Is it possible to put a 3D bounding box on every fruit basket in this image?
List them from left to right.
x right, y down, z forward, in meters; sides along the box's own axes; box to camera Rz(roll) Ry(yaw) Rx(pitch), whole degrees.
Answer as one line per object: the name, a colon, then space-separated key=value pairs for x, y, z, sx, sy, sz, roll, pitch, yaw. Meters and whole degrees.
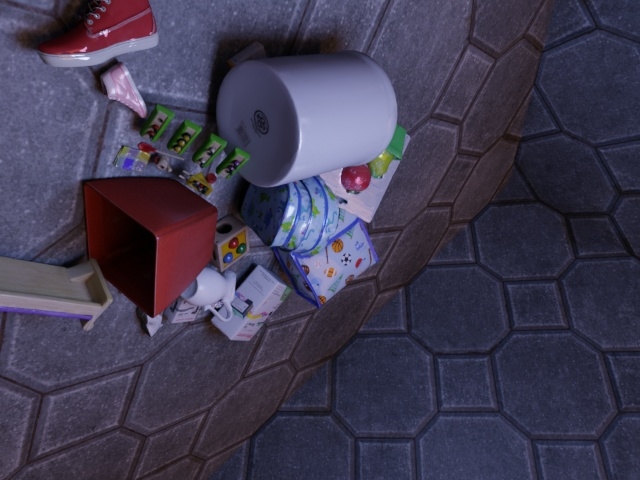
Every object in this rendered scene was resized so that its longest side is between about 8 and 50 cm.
fruit basket: x=0.129 y=-0.282 z=1.684 sx=0.326 sy=0.165 sz=0.353 roll=24 pitch=98 yaw=-32

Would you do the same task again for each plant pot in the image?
plant pot: x=-0.418 y=-0.016 z=1.238 sx=0.235 sy=0.267 sz=0.268 roll=-34 pitch=148 yaw=-46

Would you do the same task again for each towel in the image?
towel: x=-0.465 y=-0.200 z=1.190 sx=0.060 sy=0.009 sz=0.083 roll=-57 pitch=150 yaw=12

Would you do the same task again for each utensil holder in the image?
utensil holder: x=-0.032 y=-0.330 z=1.281 sx=0.385 sy=0.327 sz=0.328 roll=-24 pitch=142 yaw=-45

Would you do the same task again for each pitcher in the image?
pitcher: x=-0.356 y=0.175 z=1.547 sx=0.125 sy=0.178 sz=0.207 roll=-18 pitch=165 yaw=22

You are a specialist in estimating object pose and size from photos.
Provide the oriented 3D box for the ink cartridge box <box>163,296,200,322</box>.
ink cartridge box: x=-0.453 y=0.209 z=1.622 sx=0.099 sy=0.056 sz=0.135 roll=3 pitch=122 yaw=-55

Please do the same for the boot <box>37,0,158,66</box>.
boot: x=-0.428 y=-0.437 z=0.901 sx=0.244 sy=0.088 sz=0.176 roll=-38 pitch=149 yaw=-35

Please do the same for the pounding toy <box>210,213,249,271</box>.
pounding toy: x=-0.325 y=0.011 z=1.510 sx=0.206 sy=0.094 sz=0.181 roll=-39 pitch=150 yaw=-34

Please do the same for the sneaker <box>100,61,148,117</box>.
sneaker: x=-0.436 y=-0.318 z=1.056 sx=0.070 sy=0.051 sz=0.134 roll=-37 pitch=145 yaw=-19

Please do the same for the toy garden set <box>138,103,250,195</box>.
toy garden set: x=-0.331 y=-0.201 z=1.184 sx=0.244 sy=0.049 sz=0.203 roll=26 pitch=143 yaw=-29

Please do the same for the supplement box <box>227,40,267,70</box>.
supplement box: x=-0.187 y=-0.461 z=1.246 sx=0.098 sy=0.036 sz=0.062 roll=-40 pitch=150 yaw=-14

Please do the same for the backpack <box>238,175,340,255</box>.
backpack: x=-0.099 y=-0.101 z=1.453 sx=0.273 sy=0.355 sz=0.290 roll=5 pitch=121 yaw=-55

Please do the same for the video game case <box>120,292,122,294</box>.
video game case: x=-0.495 y=0.096 z=1.472 sx=0.190 sy=0.022 sz=0.173 roll=-54 pitch=150 yaw=7

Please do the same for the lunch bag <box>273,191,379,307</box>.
lunch bag: x=0.000 y=0.000 z=1.807 sx=0.327 sy=0.238 sz=0.386 roll=-35 pitch=117 yaw=-21

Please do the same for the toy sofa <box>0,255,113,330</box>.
toy sofa: x=-0.683 y=0.120 z=1.080 sx=0.177 sy=0.150 sz=0.362 roll=-45 pitch=151 yaw=12

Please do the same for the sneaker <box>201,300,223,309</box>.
sneaker: x=-0.384 y=0.213 z=1.739 sx=0.098 sy=0.038 sz=0.069 roll=-16 pitch=137 yaw=-46

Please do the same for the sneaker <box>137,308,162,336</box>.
sneaker: x=-0.550 y=0.250 z=1.551 sx=0.061 sy=0.053 sz=0.152 roll=-41 pitch=157 yaw=-34

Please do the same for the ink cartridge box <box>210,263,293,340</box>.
ink cartridge box: x=-0.257 y=0.245 z=1.837 sx=0.278 sy=0.117 sz=0.201 roll=-49 pitch=162 yaw=-2
